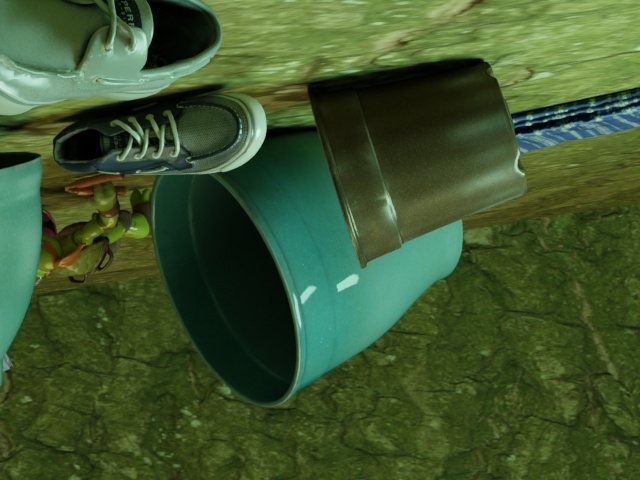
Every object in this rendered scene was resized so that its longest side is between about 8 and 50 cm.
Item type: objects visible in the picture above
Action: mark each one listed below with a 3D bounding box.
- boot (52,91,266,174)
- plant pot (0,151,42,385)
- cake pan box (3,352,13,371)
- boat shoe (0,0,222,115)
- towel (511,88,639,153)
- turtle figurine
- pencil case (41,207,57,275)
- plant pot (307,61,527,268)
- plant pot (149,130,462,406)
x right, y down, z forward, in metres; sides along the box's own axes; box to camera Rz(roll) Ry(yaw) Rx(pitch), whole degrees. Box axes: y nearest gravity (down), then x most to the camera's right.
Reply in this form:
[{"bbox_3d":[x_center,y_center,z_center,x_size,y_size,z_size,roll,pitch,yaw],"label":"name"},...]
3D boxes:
[{"bbox_3d":[-0.139,-0.084,1.389,0.190,0.069,0.086,-10,179,41],"label":"boot"},{"bbox_3d":[-0.367,0.043,1.369,0.293,0.196,0.293,-7,-172,1],"label":"plant pot"},{"bbox_3d":[-0.533,0.110,1.969,0.245,0.070,0.267,-25,140,-6],"label":"cake pan box"},{"bbox_3d":[-0.131,-0.122,0.931,0.081,0.079,0.227,-21,176,26],"label":"boat shoe"},{"bbox_3d":[0.327,-0.136,1.925,0.336,0.040,0.243,-11,176,22],"label":"towel"},{"bbox_3d":[-0.269,-0.004,1.905,0.269,0.087,0.217,-41,173,27],"label":"turtle figurine"},{"bbox_3d":[-0.424,0.022,2.040,0.209,0.098,0.095,-13,174,33],"label":"pencil case"},{"bbox_3d":[0.090,-0.077,1.462,0.165,0.167,0.167,-16,176,3],"label":"plant pot"},{"bbox_3d":[0.000,0.000,1.716,0.255,0.272,0.271,-24,-177,-28],"label":"plant pot"}]
